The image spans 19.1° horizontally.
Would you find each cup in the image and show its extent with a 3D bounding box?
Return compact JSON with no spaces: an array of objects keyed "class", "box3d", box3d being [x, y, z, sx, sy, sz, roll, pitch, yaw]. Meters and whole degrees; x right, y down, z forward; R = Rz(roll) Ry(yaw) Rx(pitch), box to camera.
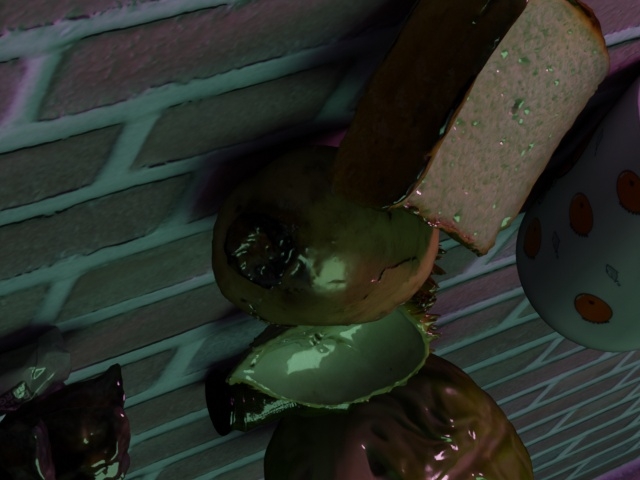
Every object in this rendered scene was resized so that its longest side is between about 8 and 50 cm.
[{"class":"cup","box3d":[0.340,-0.025,1.936,0.212,0.212,0.317,-19,159,-32]}]

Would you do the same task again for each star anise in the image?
[{"class":"star anise","box3d":[-0.263,0.199,1.625,0.223,0.109,0.236,-24,-177,-41]}]

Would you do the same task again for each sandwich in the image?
[{"class":"sandwich","box3d":[0.121,-0.108,1.486,0.226,0.087,0.251,-57,158,7]}]

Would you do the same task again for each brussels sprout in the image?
[{"class":"brussels sprout","box3d":[0.079,0.286,2.207,0.281,0.289,0.355,-39,-173,25]}]

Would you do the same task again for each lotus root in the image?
[{"class":"lotus root","box3d":[0.000,0.000,1.579,0.160,0.146,0.284,-58,161,15]}]

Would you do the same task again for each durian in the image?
[{"class":"durian","box3d":[0.030,0.085,1.842,0.252,0.144,0.139,-24,172,31]}]

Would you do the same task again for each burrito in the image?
[{"class":"burrito","box3d":[-0.296,0.130,1.585,0.203,0.064,0.064,-22,160,-28]}]

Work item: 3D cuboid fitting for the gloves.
[{"class":"gloves","box3d":[0.004,0.136,2.024,0.268,0.107,0.135,-27,-167,-19]}]
